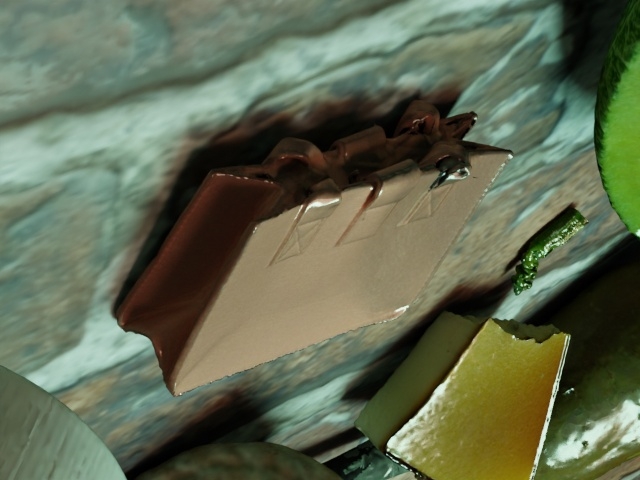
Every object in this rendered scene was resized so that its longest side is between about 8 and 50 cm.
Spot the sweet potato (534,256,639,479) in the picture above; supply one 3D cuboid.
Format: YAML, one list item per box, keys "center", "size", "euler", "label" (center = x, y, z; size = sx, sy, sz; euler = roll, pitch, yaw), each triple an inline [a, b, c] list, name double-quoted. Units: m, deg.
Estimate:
- center: [0.248, 0.123, 1.282]
  size: [0.370, 0.157, 0.158]
  euler: [-32, 157, 10]
  label: "sweet potato"

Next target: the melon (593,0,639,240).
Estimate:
- center: [0.297, -0.115, 0.867]
  size: [0.331, 0.226, 0.343]
  euler: [-35, 172, -38]
  label: "melon"

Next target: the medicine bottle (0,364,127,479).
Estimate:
- center: [-0.202, 0.204, 0.551]
  size: [0.332, 0.190, 0.190]
  euler: [-73, -170, -50]
  label: "medicine bottle"

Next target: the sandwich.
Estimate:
- center: [0.140, 0.131, 1.161]
  size: [0.162, 0.058, 0.193]
  euler: [-51, 132, 2]
  label: "sandwich"

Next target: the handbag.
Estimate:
- center: [0.000, 0.000, 0.820]
  size: [0.212, 0.059, 0.157]
  euler: [-16, 149, -43]
  label: "handbag"

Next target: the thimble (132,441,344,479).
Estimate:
- center: [-0.059, 0.251, 1.004]
  size: [0.229, 0.196, 0.148]
  euler: [-38, 157, -4]
  label: "thimble"

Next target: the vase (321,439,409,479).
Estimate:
- center: [0.043, 0.183, 1.198]
  size: [0.167, 0.059, 0.059]
  euler: [-18, 148, -38]
  label: "vase"

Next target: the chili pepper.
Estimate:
- center: [0.172, 0.008, 1.120]
  size: [0.083, 0.022, 0.027]
  euler: [-50, 153, 14]
  label: "chili pepper"
